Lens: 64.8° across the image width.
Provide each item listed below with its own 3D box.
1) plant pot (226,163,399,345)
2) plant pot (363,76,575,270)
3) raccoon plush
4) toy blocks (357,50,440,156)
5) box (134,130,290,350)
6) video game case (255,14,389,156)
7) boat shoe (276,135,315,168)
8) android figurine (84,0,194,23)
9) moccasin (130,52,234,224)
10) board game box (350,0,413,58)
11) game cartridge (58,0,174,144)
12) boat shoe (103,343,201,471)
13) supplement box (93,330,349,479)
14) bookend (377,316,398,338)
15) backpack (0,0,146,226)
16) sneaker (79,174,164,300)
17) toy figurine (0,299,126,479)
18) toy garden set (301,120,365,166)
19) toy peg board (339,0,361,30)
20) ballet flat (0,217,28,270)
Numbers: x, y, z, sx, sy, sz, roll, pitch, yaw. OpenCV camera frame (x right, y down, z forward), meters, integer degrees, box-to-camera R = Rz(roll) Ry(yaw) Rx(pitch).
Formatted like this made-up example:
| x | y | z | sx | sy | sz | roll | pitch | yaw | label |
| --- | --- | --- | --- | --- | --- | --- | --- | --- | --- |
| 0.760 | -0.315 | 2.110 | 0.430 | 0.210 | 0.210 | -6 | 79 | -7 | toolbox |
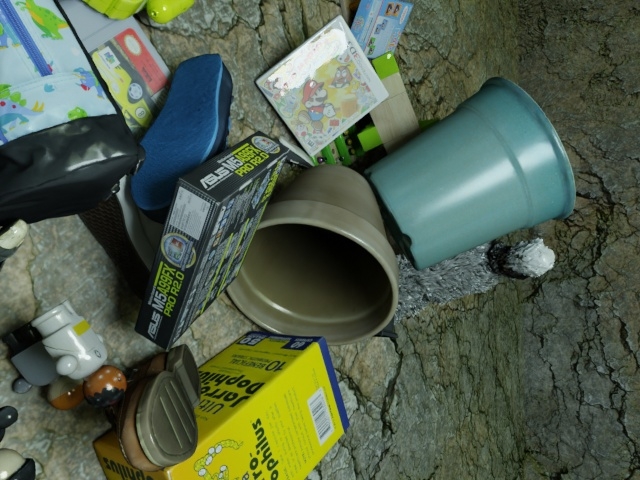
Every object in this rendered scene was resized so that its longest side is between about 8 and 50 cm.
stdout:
| x | y | z | sx | sy | sz | roll | pitch | yaw | label |
| --- | --- | --- | --- | --- | --- | --- | --- | --- | --- |
| 0.000 | 0.000 | 1.000 | 0.323 | 0.323 | 0.280 | 56 | 30 | -31 | plant pot |
| 0.297 | -0.118 | 1.100 | 0.341 | 0.334 | 0.341 | 61 | 3 | -6 | plant pot |
| 0.300 | 0.075 | 1.243 | 0.299 | 0.446 | 0.216 | -28 | 84 | -15 | raccoon plush |
| 0.190 | -0.315 | 1.315 | 0.261 | 0.191 | 0.381 | -93 | 157 | -59 | toy blocks |
| -0.153 | -0.003 | 0.722 | 0.060 | 0.270 | 0.216 | 30 | 34 | 4 | box |
| 0.008 | -0.331 | 1.098 | 0.227 | 0.026 | 0.206 | -38 | 117 | 2 | video game case |
| -0.059 | -0.187 | 1.119 | 0.125 | 0.038 | 0.046 | 25 | 25 | -53 | boat shoe |
| -0.312 | -0.440 | 0.765 | 0.248 | 0.056 | 0.273 | 48 | 38 | -19 | android figurine |
| -0.179 | -0.153 | 0.776 | 0.117 | 0.138 | 0.342 | 72 | 22 | -50 | moccasin |
| 0.158 | -0.574 | 1.360 | 0.211 | 0.039 | 0.160 | -20 | 140 | -50 | board game box |
| -0.318 | -0.230 | 0.791 | 0.196 | 0.060 | 0.294 | -55 | 127 | -34 | game cartridge |
| -0.229 | 0.231 | 0.677 | 0.104 | 0.307 | 0.111 | -20 | 92 | -7 | boat shoe |
| -0.141 | 0.321 | 0.840 | 0.356 | 0.194 | 0.195 | -32 | 111 | -48 | supplement box |
| 0.105 | 0.147 | 1.194 | 0.072 | 0.157 | 0.156 | 22 | 70 | -49 | bookend |
| -0.382 | -0.198 | 0.541 | 0.273 | 0.290 | 0.355 | -18 | 94 | -36 | backpack |
| -0.285 | -0.044 | 0.784 | 0.123 | 0.106 | 0.290 | -54 | 136 | -47 | sneaker |
| -0.348 | 0.187 | 0.582 | 0.148 | 0.213 | 0.209 | 59 | 40 | -9 | toy figurine |
| 0.038 | -0.277 | 1.239 | 0.244 | 0.049 | 0.204 | -41 | 118 | -45 | toy garden set |
| 0.127 | -0.653 | 1.365 | 0.161 | 0.079 | 0.160 | -27 | 107 | -49 | toy peg board |
| -0.382 | 0.028 | 0.598 | 0.049 | 0.173 | 0.057 | 43 | 34 | -16 | ballet flat |
